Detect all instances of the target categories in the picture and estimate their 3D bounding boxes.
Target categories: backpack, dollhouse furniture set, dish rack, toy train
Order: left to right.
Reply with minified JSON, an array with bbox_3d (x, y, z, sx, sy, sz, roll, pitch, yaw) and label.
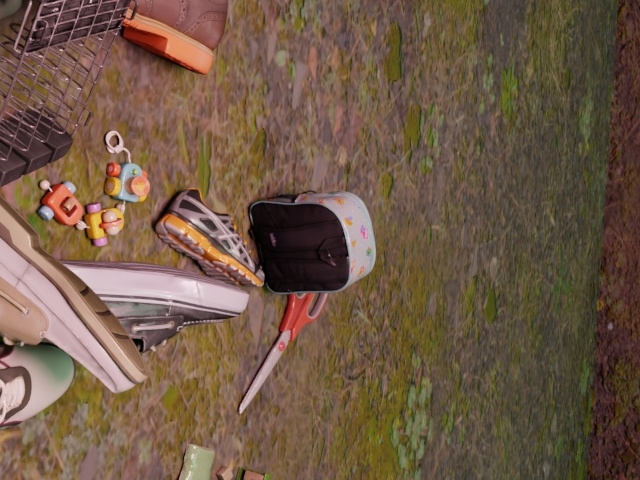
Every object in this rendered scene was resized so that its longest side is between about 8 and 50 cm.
[{"bbox_3d":[-0.305,-0.179,0.964,0.272,0.074,0.208,-57,177,28],"label":"dish rack"},{"bbox_3d":[-0.288,-0.064,1.175,0.166,0.046,0.125,-54,132,-33],"label":"toy train"},{"bbox_3d":[-0.149,0.369,1.378,0.151,0.058,0.076,31,69,-48],"label":"dollhouse furniture set"},{"bbox_3d":[0.000,0.000,1.415,0.144,0.188,0.166,-18,103,-43],"label":"backpack"}]

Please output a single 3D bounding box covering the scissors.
[{"bbox_3d":[-0.054,0.169,1.507,0.109,0.021,0.297,42,60,-46],"label":"scissors"}]

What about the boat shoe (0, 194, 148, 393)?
[{"bbox_3d":[-0.327,0.071,1.017,0.103,0.113,0.302,-43,88,-6],"label":"boat shoe"}]

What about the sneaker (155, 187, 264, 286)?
[{"bbox_3d":[-0.149,0.003,1.328,0.215,0.084,0.083,45,55,-42],"label":"sneaker"}]

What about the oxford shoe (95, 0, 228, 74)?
[{"bbox_3d":[-0.242,-0.333,1.114,0.133,0.130,0.363,-64,153,2],"label":"oxford shoe"}]

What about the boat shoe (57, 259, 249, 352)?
[{"bbox_3d":[-0.249,0.094,1.202,0.335,0.121,0.119,9,94,-40],"label":"boat shoe"}]

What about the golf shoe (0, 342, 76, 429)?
[{"bbox_3d":[-0.383,0.185,1.024,0.272,0.120,0.105,-11,101,-52],"label":"golf shoe"}]

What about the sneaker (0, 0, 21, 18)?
[{"bbox_3d":[-0.439,-0.234,0.820,0.330,0.146,0.123,-21,125,-37],"label":"sneaker"}]
